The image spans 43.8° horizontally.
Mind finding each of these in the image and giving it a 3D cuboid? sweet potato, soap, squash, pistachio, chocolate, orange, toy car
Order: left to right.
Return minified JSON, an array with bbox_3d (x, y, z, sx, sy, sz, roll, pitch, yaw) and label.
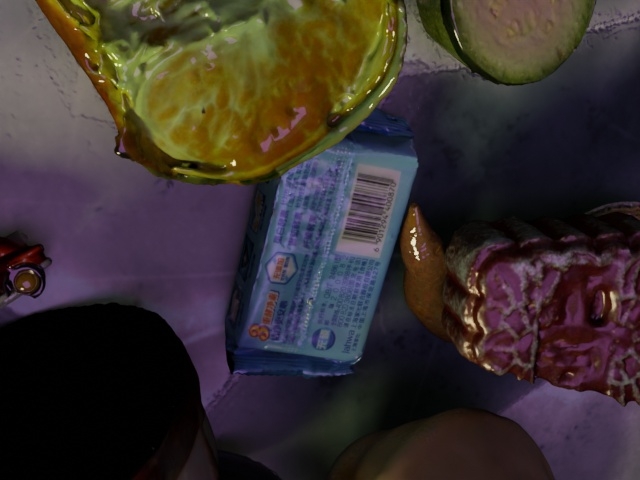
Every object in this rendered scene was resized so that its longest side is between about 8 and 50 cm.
[{"bbox_3d":[-0.321,0.025,0.711,0.139,0.112,0.112,-34,101,-16],"label":"toy car"},{"bbox_3d":[-0.223,0.209,0.723,0.284,0.283,0.186,-18,123,-12],"label":"chocolate"},{"bbox_3d":[-0.081,-0.211,0.653,0.263,0.196,0.334,-31,113,9],"label":"orange"},{"bbox_3d":[0.000,0.000,0.821,0.156,0.077,0.293,11,104,-21],"label":"soap"},{"bbox_3d":[0.119,0.043,0.881,0.065,0.051,0.218,-18,130,9],"label":"sweet potato"},{"bbox_3d":[0.142,0.383,0.888,0.365,0.281,0.445,-40,125,-25],"label":"pistachio"},{"bbox_3d":[0.170,-0.241,0.768,0.170,0.123,0.170,-6,110,-17],"label":"squash"}]

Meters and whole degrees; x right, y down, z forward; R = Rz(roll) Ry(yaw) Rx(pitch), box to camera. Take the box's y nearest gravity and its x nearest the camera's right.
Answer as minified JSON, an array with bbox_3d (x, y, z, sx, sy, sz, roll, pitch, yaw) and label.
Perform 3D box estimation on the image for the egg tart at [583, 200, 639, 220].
[{"bbox_3d":[0.340,0.062,0.955,0.234,0.094,0.234,-6,108,-19],"label":"egg tart"}]

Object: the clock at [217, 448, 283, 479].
[{"bbox_3d":[-0.149,0.315,0.775,0.281,0.280,0.055,-13,119,-15],"label":"clock"}]

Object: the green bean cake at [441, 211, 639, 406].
[{"bbox_3d":[0.245,0.073,0.829,0.233,0.097,0.198,0,107,-9],"label":"green bean cake"}]
